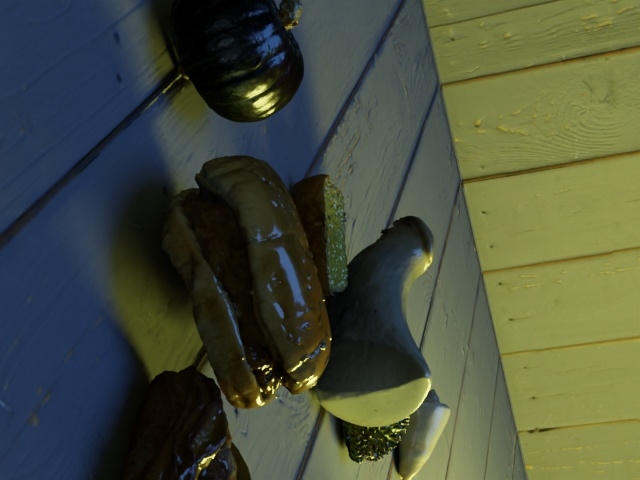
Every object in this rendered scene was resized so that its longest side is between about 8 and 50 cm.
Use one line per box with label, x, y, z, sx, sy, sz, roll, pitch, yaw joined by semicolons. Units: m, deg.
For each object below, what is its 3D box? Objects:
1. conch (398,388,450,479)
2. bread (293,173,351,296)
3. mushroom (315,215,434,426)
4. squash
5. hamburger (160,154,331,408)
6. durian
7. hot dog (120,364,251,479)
conch;0.183;0.352;2.221;0.104;0.094;0.176;138;-42;-60
bread;0.000;0.000;1.823;0.103;0.065;0.187;38;44;-70
mushroom;0.094;0.110;1.899;0.397;0.177;0.126;-85;151;-51
squash;-0.096;-0.228;1.454;0.193;0.155;0.193;173;-90;-81
hamburger;-0.073;0.037;1.309;0.283;0.144;0.260;-125;-166;-72
durian;0.091;0.263;1.946;0.220;0.095;0.137;-40;121;-79
hot dog;-0.122;0.232;1.167;0.259;0.114;0.175;-79;154;-49
